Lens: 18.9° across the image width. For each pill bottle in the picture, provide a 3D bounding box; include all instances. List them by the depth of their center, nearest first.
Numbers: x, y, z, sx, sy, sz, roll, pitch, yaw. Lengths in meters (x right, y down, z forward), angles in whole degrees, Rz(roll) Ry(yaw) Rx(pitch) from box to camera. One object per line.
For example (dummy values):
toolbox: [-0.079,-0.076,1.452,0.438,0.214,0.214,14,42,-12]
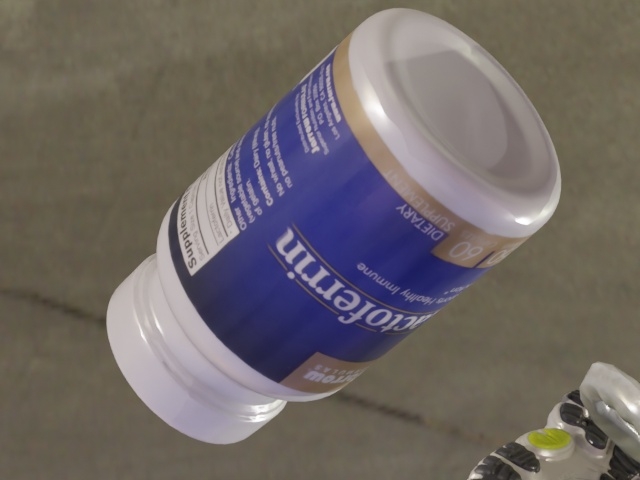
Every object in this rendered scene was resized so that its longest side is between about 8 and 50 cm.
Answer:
pill bottle: [0.000,0.000,1.124,0.153,0.153,0.264,28,127,-30]

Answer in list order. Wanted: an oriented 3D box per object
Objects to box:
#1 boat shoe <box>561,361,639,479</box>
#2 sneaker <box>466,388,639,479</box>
boat shoe: [0.046,0.087,0.309,0.306,0.105,0.113,-10,119,42]
sneaker: [0.144,0.164,1.133,0.275,0.107,0.110,-11,136,-51]
